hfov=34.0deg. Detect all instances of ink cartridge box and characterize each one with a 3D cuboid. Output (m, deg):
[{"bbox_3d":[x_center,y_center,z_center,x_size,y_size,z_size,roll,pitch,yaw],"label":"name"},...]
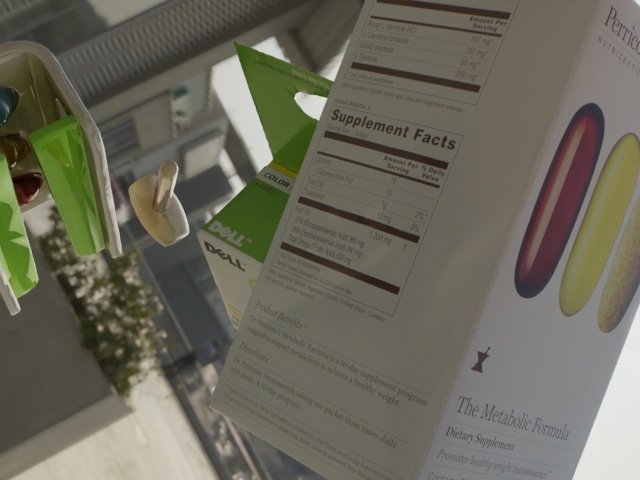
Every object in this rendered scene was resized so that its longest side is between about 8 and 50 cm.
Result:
[{"bbox_3d":[0.000,0.000,0.781,0.188,0.097,0.255,28,-29,31],"label":"ink cartridge box"}]

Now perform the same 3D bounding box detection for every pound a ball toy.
[{"bbox_3d":[-0.238,-0.065,0.960,0.136,0.208,0.319,55,-17,14],"label":"pound a ball toy"}]

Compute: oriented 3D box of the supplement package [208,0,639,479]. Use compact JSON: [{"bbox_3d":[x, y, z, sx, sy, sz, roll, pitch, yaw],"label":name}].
[{"bbox_3d":[0.073,0.002,0.518,0.133,0.244,0.139,21,0,43],"label":"supplement package"}]
